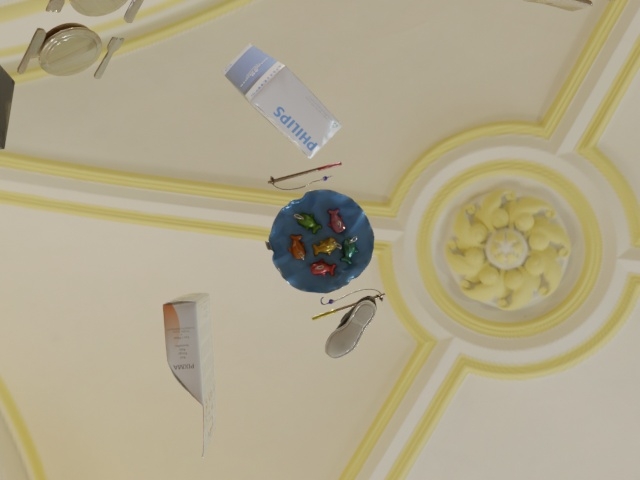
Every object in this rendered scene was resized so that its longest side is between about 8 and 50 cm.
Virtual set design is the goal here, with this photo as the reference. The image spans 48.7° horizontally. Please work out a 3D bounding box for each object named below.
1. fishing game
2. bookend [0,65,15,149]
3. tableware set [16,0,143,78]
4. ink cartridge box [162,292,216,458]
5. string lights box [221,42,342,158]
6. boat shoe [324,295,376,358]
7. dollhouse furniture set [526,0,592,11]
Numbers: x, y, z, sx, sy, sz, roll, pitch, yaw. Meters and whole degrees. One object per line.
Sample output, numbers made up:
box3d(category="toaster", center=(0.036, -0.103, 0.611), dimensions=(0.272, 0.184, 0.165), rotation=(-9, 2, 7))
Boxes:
box3d(category="fishing game", center=(0.000, 0.000, 1.228), dimensions=(0.189, 0.041, 0.264), rotation=(-14, -94, -1))
box3d(category="bookend", center=(-0.694, -0.257, 1.374), dimensions=(0.156, 0.072, 0.157), rotation=(-2, -111, 5))
box3d(category="tableware set", center=(-0.313, -0.296, 0.927), dimensions=(0.194, 0.128, 0.039), rotation=(-45, -112, 35))
box3d(category="ink cartridge box", center=(-0.157, 0.157, 0.861), dimensions=(0.045, 0.145, 0.179), rotation=(-1, -91, -3))
box3d(category="string lights box", center=(-0.071, -0.232, 1.151), dimensions=(0.077, 0.259, 0.133), rotation=(-45, -62, 4))
box3d(category="boat shoe", center=(0.051, 0.142, 1.163), dimensions=(0.046, 0.038, 0.125), rotation=(32, -69, 0))
box3d(category="dollhouse furniture set", center=(0.395, -0.444, 0.894), dimensions=(0.135, 0.259, 0.262), rotation=(4, -87, -25))
